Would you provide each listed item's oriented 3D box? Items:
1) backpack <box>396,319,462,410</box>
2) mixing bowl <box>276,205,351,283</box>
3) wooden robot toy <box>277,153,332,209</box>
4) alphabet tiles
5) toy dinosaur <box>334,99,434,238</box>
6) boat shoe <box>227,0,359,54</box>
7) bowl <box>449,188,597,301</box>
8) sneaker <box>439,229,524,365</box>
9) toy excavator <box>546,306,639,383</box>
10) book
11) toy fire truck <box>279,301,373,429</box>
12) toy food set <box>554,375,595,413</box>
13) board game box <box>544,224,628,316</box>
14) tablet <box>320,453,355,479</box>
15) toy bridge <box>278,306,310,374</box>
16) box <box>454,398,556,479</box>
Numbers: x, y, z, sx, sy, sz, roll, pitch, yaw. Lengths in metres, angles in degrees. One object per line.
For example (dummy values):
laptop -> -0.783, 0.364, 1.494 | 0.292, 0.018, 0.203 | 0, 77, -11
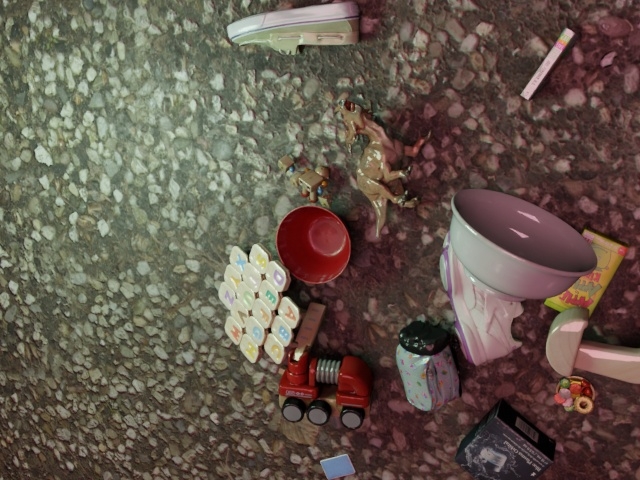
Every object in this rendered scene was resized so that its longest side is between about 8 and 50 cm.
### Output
backpack -> 0.241, 0.284, 1.544 | 0.115, 0.152, 0.181 | -20, 106, -19
mixing bowl -> 0.000, 0.000, 1.603 | 0.182, 0.098, 0.181 | 5, 105, 21
wooden robot toy -> -0.015, -0.144, 1.603 | 0.173, 0.079, 0.076 | 40, 157, 24
alphabet tiles -> -0.156, 0.153, 1.673 | 0.278, 0.021, 0.284 | 43, 125, 33
toy dinosaur -> 0.120, -0.164, 1.512 | 0.201, 0.127, 0.295 | 19, 121, 24
boat shoe -> -0.061, -0.454, 1.517 | 0.303, 0.109, 0.094 | -3, 103, 19
bowl -> 0.373, 0.028, 1.365 | 0.298, 0.298, 0.134 | 28, 118, 13
sneaker -> 0.349, 0.111, 1.505 | 0.152, 0.114, 0.304 | -15, 96, 3
toy excavator -> 0.717, 0.186, 1.297 | 0.433, 0.222, 0.445 | 38, 114, 9
book -> 0.442, -0.342, 1.349 | 0.035, 0.096, 0.144 | 36, 113, 10
toy fire truck -> 0.016, 0.292, 1.641 | 0.217, 0.158, 0.246 | 4, 115, 11
toy food set -> 0.552, 0.335, 1.507 | 0.083, 0.020, 0.083 | 4, 104, 21
board game box -> 0.548, 0.070, 1.434 | 0.092, 0.043, 0.181 | 26, 111, 14
tablet -> 0.044, 0.578, 1.773 | 0.083, 0.006, 0.054 | -23, 93, 24
toy bridge -> -0.056, 0.260, 1.727 | 0.063, 0.026, 0.188 | 18, 108, 16
box -> 0.414, 0.474, 1.556 | 0.156, 0.093, 0.158 | 38, 114, 9
